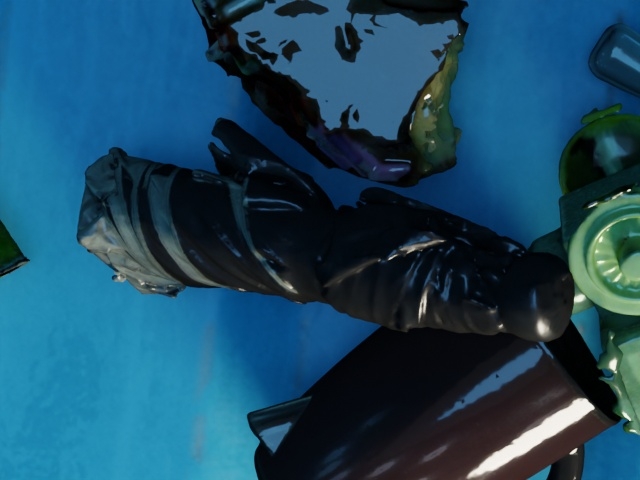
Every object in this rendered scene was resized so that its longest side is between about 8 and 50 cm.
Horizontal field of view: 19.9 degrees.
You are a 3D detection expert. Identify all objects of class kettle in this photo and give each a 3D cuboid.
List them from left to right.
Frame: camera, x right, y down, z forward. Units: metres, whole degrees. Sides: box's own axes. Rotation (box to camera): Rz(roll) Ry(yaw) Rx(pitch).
[{"bbox_3d":[0.081,0.137,1.242,0.232,0.144,0.202,-35,118,15],"label":"kettle"}]

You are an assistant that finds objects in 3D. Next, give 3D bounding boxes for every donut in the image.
[{"bbox_3d":[0.046,-0.225,1.197,0.259,0.136,0.345,32,98,5],"label":"donut"}]

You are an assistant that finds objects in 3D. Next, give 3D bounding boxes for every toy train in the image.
[{"bbox_3d":[0.272,-0.001,1.162,0.272,0.159,0.188,-24,112,16],"label":"toy train"}]

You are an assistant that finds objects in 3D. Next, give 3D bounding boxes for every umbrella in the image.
[{"bbox_3d":[0.003,0.001,1.183,0.358,0.113,0.106,10,61,32],"label":"umbrella"}]

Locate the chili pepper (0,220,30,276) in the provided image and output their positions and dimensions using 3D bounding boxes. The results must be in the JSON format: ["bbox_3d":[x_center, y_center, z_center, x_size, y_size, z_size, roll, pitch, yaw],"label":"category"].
[{"bbox_3d":[-0.295,-0.062,1.296,0.088,0.059,0.227,-28,90,14],"label":"chili pepper"}]

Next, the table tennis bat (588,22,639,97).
[{"bbox_3d":[0.288,-0.072,1.231,0.237,0.038,0.149,30,106,0],"label":"table tennis bat"}]
